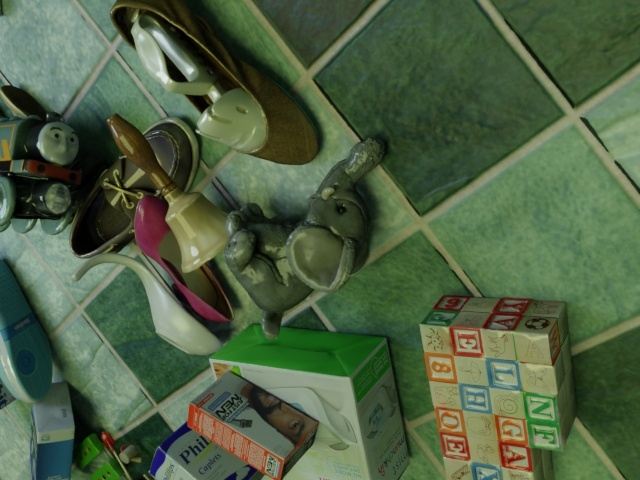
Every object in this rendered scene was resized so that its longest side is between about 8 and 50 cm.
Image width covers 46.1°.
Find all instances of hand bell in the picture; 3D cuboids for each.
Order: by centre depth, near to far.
[{"bbox_3d":[-0.228,-0.083,1.101,0.126,0.126,0.242,-25,109,38],"label":"hand bell"}]

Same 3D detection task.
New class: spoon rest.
[{"bbox_3d":[-0.277,0.104,1.257,0.276,0.084,0.137,35,162,-17],"label":"spoon rest"}]

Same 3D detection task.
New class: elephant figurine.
[{"bbox_3d":[0.000,0.000,1.030,0.239,0.169,0.186,-14,135,21],"label":"elephant figurine"}]

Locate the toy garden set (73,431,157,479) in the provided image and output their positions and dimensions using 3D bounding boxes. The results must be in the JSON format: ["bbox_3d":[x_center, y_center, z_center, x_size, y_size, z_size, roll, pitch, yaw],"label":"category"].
[{"bbox_3d":[-0.404,0.501,1.599,0.244,0.049,0.204,50,131,3],"label":"toy garden set"}]

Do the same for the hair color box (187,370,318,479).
[{"bbox_3d":[-0.100,0.267,1.095,0.167,0.093,0.053,26,125,21],"label":"hair color box"}]

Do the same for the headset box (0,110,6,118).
[{"bbox_3d":[-0.595,-0.198,1.375,0.062,0.032,0.083,-32,95,40],"label":"headset box"}]

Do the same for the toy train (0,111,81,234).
[{"bbox_3d":[-0.516,-0.111,1.226,0.334,0.142,0.190,2,84,39],"label":"toy train"}]

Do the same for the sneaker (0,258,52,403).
[{"bbox_3d":[-0.697,0.205,1.560,0.208,0.127,0.319,-20,92,20],"label":"sneaker"}]

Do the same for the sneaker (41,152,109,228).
[{"bbox_3d":[-0.462,-0.114,1.301,0.132,0.086,0.229,53,130,2],"label":"sneaker"}]

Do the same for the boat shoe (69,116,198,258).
[{"bbox_3d":[-0.308,-0.074,1.212,0.116,0.097,0.324,50,129,0],"label":"boat shoe"}]

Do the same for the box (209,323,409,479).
[{"bbox_3d":[-0.015,0.266,1.181,0.262,0.127,0.231,2,113,33],"label":"box"}]

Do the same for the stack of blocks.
[{"bbox_3d":[0.250,0.229,1.015,0.171,0.087,0.297,1,114,32],"label":"stack of blocks"}]

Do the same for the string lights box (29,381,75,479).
[{"bbox_3d":[-0.583,0.446,1.628,0.133,0.077,0.259,-122,39,-46],"label":"string lights box"}]

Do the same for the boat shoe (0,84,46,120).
[{"bbox_3d":[-0.506,-0.212,1.299,0.135,0.050,0.045,44,123,6],"label":"boat shoe"}]

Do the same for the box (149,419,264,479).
[{"bbox_3d":[-0.166,0.341,1.155,0.137,0.126,0.072,34,129,16],"label":"box"}]

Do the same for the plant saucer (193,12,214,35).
[{"bbox_3d":[-0.183,-0.285,1.080,0.083,0.013,0.083,15,121,27],"label":"plant saucer"}]

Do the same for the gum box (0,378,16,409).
[{"bbox_3d":[-0.743,0.284,1.665,0.062,0.107,0.188,4,115,31],"label":"gum box"}]

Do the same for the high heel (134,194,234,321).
[{"bbox_3d":[-0.210,0.035,1.189,0.117,0.082,0.244,20,137,33],"label":"high heel"}]

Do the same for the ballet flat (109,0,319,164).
[{"bbox_3d":[-0.153,-0.211,1.012,0.342,0.124,0.116,47,128,-2],"label":"ballet flat"}]
